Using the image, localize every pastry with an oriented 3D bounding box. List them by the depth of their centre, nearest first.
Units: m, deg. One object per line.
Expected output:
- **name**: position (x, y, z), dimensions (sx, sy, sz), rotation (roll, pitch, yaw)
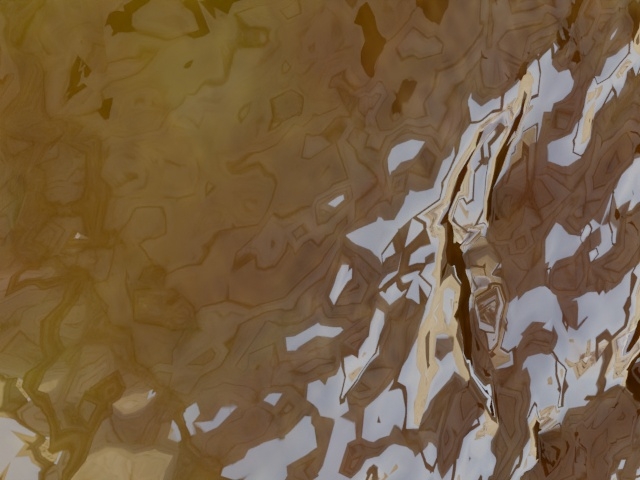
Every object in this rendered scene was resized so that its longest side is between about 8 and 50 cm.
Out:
- **pastry**: position (0.000, 0.000, 0.446), dimensions (0.356, 0.356, 0.164), rotation (22, 0, -39)
